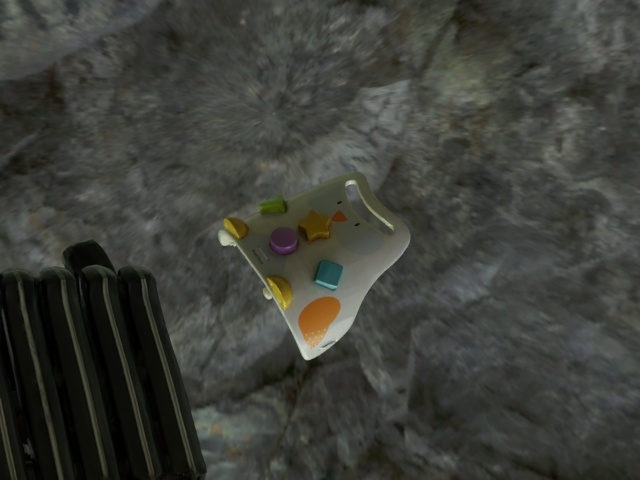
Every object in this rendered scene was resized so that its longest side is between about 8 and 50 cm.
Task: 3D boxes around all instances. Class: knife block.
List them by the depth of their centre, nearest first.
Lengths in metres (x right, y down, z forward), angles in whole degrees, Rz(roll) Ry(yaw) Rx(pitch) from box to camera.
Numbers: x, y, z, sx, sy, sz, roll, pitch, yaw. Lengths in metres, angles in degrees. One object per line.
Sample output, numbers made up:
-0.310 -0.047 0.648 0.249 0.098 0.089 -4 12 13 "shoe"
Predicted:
-0.090 0.139 0.397 0.088 0.242 0.276 0 -86 -30 "knife block"

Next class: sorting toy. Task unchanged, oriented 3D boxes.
0.000 0.000 0.606 0.075 0.045 0.083 -31 -122 -12 "sorting toy"
